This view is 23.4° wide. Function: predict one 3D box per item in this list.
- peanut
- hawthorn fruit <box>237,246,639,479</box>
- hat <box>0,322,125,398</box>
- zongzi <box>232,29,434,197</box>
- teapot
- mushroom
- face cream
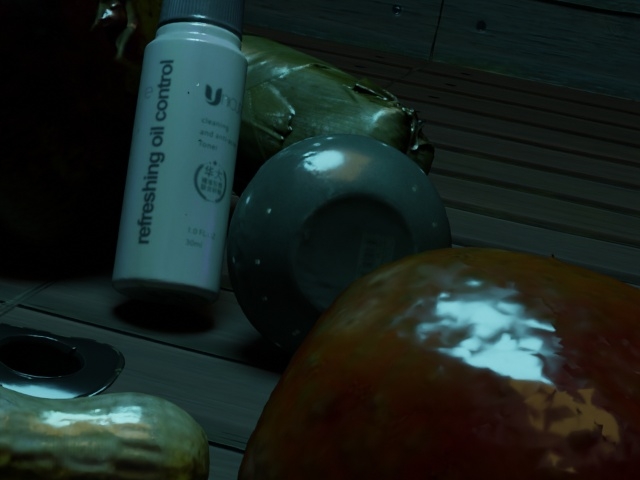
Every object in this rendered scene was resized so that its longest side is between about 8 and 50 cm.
[{"bbox_3d":[-0.164,0.122,0.875,0.206,0.087,0.087,4,16,-15],"label":"peanut"},{"bbox_3d":[0.118,0.132,0.672,0.300,0.254,0.254,2,8,38],"label":"hawthorn fruit"},{"bbox_3d":[-0.192,0.091,1.034,0.121,0.050,0.121,12,18,-4],"label":"hat"},{"bbox_3d":[-0.057,-0.147,1.472,0.300,0.145,0.274,46,-21,-23],"label":"zongzi"},{"bbox_3d":[0.000,0.000,1.286,0.183,0.184,0.251,6,5,-13],"label":"teapot"},{"bbox_3d":[-0.294,-0.122,1.383,0.331,0.356,0.334,45,15,-8],"label":"mushroom"},{"bbox_3d":[-0.110,-0.104,1.299,0.092,0.311,0.092,7,-14,2],"label":"face cream"}]
